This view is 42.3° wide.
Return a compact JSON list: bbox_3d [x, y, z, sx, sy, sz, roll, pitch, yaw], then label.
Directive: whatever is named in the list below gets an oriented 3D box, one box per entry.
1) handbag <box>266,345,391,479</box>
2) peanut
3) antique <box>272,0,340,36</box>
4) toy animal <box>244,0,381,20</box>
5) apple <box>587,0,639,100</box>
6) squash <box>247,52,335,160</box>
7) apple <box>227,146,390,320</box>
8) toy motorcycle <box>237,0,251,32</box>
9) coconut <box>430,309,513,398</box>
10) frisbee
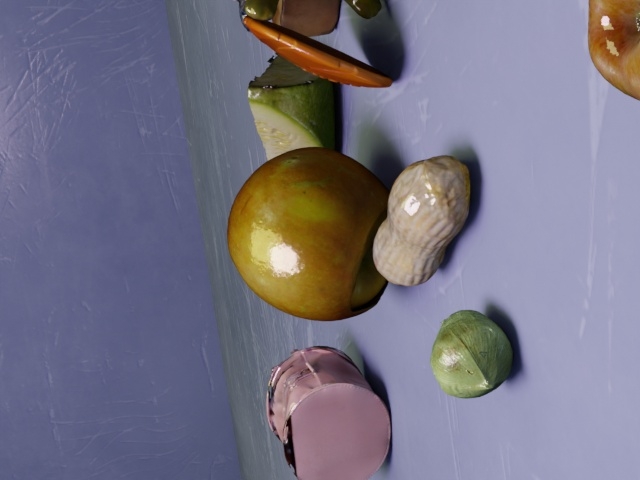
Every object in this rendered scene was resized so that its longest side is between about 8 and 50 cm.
[{"bbox_3d":[0.010,0.280,1.304,0.116,0.179,0.205,-122,26,-67],"label":"handbag"},{"bbox_3d":[0.108,-0.017,0.907,0.207,0.087,0.087,106,148,-57],"label":"peanut"},{"bbox_3d":[-0.018,-0.412,1.067,0.310,0.087,0.093,96,159,-48],"label":"antique"},{"bbox_3d":[0.013,-0.357,0.821,0.363,0.181,0.180,134,136,-75],"label":"toy animal"},{"bbox_3d":[0.208,-0.128,0.449,0.126,0.102,0.126,168,90,-74],"label":"apple"},{"bbox_3d":[-0.033,-0.129,1.257,0.203,0.111,0.289,-66,-18,-58],"label":"squash"},{"bbox_3d":[0.000,0.000,1.051,0.207,0.237,0.237,35,140,34],"label":"apple"},{"bbox_3d":[-0.098,-0.463,1.290,0.239,0.108,0.204,-33,72,47],"label":"toy motorcycle"},{"bbox_3d":[0.154,0.120,0.850,0.096,0.087,0.088,-118,22,-59],"label":"coconut"},{"bbox_3d":[-0.006,-0.217,0.989,0.035,0.192,0.192,-67,27,15],"label":"frisbee"}]
